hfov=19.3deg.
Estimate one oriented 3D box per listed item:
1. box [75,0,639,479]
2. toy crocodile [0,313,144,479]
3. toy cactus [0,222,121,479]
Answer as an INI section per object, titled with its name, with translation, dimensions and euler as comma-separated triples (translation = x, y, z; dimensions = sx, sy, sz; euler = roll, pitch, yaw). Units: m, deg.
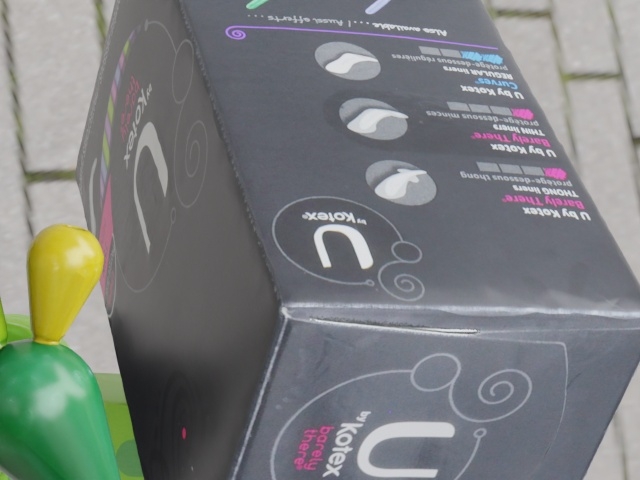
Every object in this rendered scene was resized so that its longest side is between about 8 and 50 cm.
[box]
translation = 0.000, 0.000, 0.753
dimensions = 0.143, 0.165, 0.270
euler = 2, 38, -20
[toy crocodile]
translation = -0.096, 0.098, 0.868
dimensions = 0.341, 0.115, 0.105
euler = 5, 98, 2
[toy cactus]
translation = -0.059, 0.079, 0.483
dimensions = 0.180, 0.112, 0.219
euler = 31, 23, -53
